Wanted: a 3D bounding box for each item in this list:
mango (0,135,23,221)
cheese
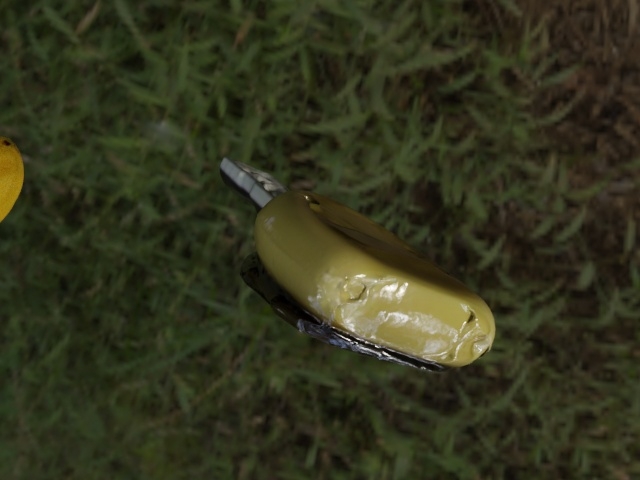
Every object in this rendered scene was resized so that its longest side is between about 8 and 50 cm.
[{"bbox_3d":[-0.330,-0.032,1.268,0.075,0.190,0.098,3,107,48],"label":"mango"},{"bbox_3d":[0.000,0.001,0.600,0.086,0.162,0.036,17,102,-31],"label":"cheese"}]
